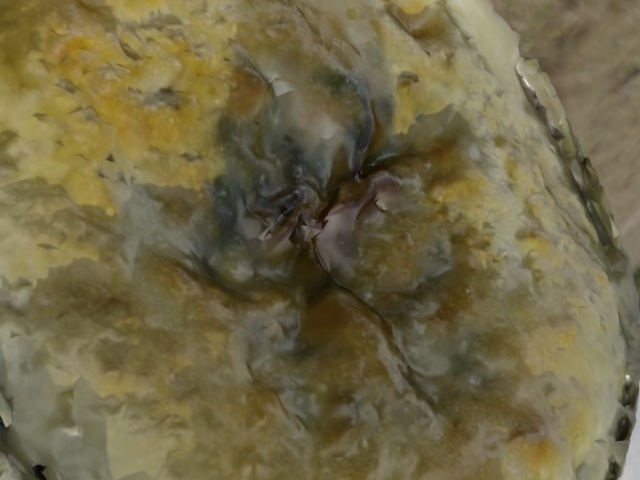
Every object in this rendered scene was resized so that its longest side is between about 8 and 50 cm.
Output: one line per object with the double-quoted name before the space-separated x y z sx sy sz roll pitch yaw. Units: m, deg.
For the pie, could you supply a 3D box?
"pie" 0.000 0.000 0.377 0.274 0.274 0.055 -36 -176 -39
